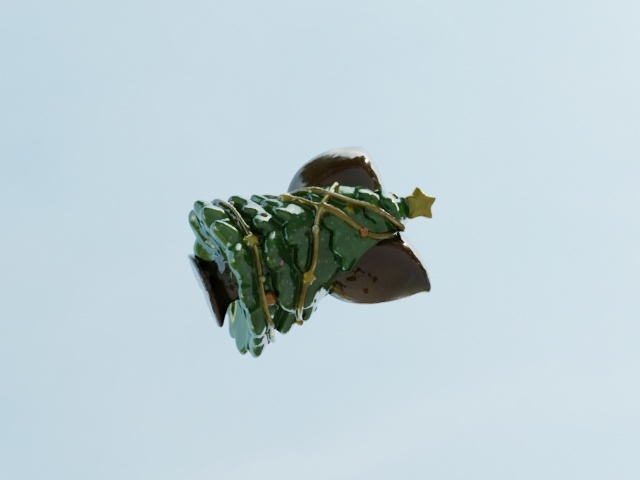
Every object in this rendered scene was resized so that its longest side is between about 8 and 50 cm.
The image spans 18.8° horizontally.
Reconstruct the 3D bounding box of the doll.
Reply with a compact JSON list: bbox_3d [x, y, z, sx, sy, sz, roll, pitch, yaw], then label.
[{"bbox_3d":[-0.004,-0.002,0.853,0.113,0.077,0.078,-27,-109,4],"label":"doll"}]
